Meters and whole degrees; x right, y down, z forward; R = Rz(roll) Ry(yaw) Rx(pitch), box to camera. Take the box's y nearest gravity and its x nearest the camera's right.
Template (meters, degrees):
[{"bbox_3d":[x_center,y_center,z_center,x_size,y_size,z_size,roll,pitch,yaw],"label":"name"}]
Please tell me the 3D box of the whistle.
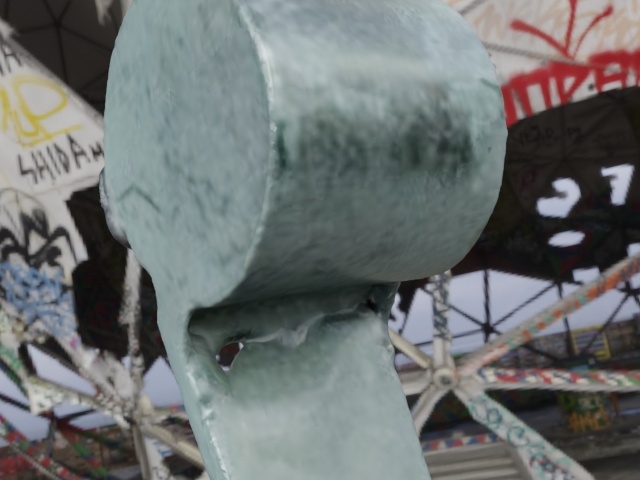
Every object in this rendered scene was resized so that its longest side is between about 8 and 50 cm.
[{"bbox_3d":[-0.018,0.012,0.489,0.168,0.404,0.188,-5,11,-38],"label":"whistle"}]
